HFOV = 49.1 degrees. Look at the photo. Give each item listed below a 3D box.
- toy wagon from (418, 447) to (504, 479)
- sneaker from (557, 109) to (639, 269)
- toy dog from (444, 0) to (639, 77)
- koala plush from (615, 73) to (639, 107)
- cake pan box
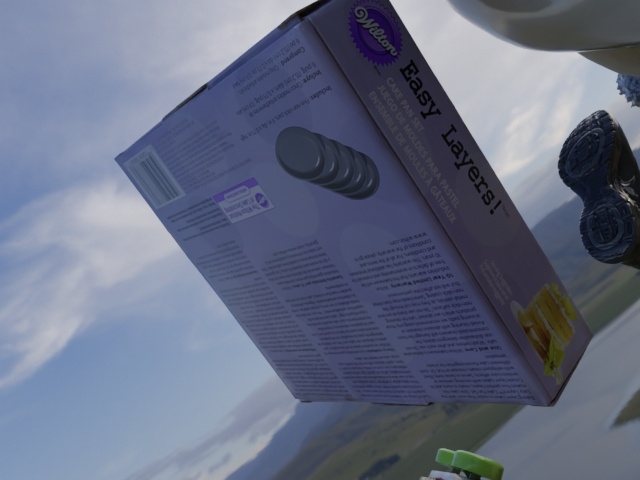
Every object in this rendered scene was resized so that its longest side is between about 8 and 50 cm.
[{"bbox_3d":[0.127,0.361,0.756,0.344,0.068,0.267,88,-159,-74],"label":"toy wagon"},{"bbox_3d":[0.456,-0.075,1.087,0.130,0.286,0.109,20,-34,-28],"label":"sneaker"},{"bbox_3d":[0.187,-0.157,0.250,0.285,0.408,0.395,-41,-44,-15],"label":"toy dog"},{"bbox_3d":[0.402,-0.169,0.634,0.221,0.196,0.203,-25,-60,-7],"label":"koala plush"},{"bbox_3d":[0.000,0.000,0.461,0.070,0.245,0.267,-42,14,-34],"label":"cake pan box"}]
